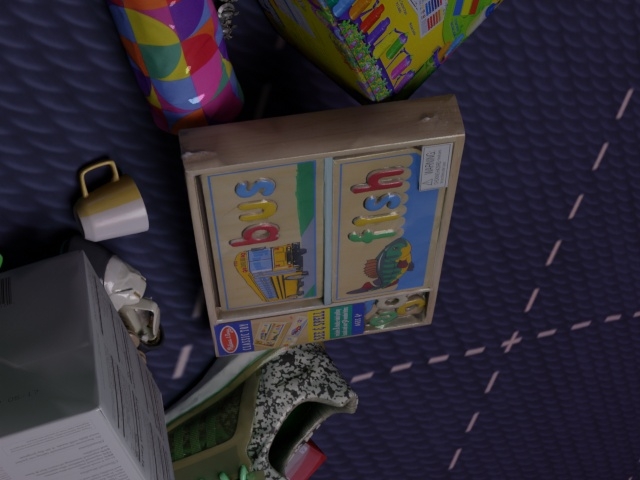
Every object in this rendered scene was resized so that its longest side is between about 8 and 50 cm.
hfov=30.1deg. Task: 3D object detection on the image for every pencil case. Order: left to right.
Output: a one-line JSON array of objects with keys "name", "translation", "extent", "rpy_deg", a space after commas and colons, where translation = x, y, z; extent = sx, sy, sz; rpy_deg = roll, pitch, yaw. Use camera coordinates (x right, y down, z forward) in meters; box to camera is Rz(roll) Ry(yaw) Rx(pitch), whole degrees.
[{"name": "pencil case", "translation": [-0.137, -0.206, 1.100], "extent": [0.104, 0.104, 0.236], "rpy_deg": [-33, 142, -19]}]

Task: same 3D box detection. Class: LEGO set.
[{"name": "LEGO set", "translation": [-0.103, -0.224, 1.176], "extent": [0.083, 0.023, 0.054], "rpy_deg": [23, 106, -52]}]

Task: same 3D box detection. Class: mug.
[{"name": "mug", "translation": [-0.219, -0.035, 1.215], "extent": [0.064, 0.078, 0.062], "rpy_deg": [-22, 169, -18]}]

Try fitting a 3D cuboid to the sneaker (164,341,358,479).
[{"name": "sneaker", "translation": [-0.115, 0.276, 1.480], "extent": [0.410, 0.182, 0.158], "rpy_deg": [-49, 143, 2]}]

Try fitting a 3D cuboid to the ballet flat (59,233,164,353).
[{"name": "ballet flat", "translation": [-0.213, 0.060, 1.279], "extent": [0.074, 0.074, 0.203], "rpy_deg": [-36, 144, -15]}]

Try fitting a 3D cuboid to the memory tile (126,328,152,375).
[{"name": "memory tile", "translation": [-0.263, 0.144, 1.302], "extent": [0.148, 0.012, 0.113], "rpy_deg": [-11, 140, -4]}]

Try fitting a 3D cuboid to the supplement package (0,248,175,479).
[{"name": "supplement package", "translation": [-0.276, 0.185, 1.181], "extent": [0.199, 0.198, 0.263], "rpy_deg": [-17, 139, 0]}]

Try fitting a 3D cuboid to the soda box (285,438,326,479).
[{"name": "soda box", "translation": [-0.121, 0.353, 1.627], "extent": [0.263, 0.083, 0.092], "rpy_deg": [-47, 143, -2]}]

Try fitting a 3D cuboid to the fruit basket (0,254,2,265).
[{"name": "fruit basket", "translation": [-0.480, 0.055, 0.884], "extent": [0.392, 0.283, 0.392], "rpy_deg": [-32, 133, -43]}]

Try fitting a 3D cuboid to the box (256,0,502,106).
[{"name": "box", "translation": [0.067, -0.309, 1.091], "extent": [0.279, 0.177, 0.290], "rpy_deg": [-46, 157, -3]}]

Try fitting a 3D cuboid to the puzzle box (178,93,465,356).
[{"name": "puzzle box", "translation": [0.000, 0.000, 1.283], "extent": [0.272, 0.052, 0.409], "rpy_deg": [-8, 150, -4]}]
